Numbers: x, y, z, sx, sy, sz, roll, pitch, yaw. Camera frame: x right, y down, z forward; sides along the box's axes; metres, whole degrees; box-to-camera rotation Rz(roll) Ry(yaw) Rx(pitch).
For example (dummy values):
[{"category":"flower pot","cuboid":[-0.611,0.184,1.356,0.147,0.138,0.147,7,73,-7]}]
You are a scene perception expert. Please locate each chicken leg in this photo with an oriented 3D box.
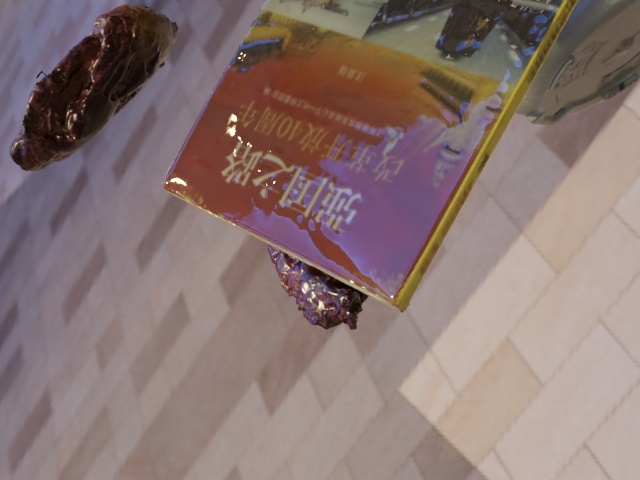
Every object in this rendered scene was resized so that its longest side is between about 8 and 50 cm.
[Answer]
[{"category":"chicken leg","cuboid":[-0.005,0.004,1.041,0.089,0.048,0.219,-28,45,1]},{"category":"chicken leg","cuboid":[-0.240,-0.183,1.261,0.322,0.083,0.177,-55,5,-31]}]

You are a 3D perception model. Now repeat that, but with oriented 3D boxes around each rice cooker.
[{"category":"rice cooker","cuboid":[0.250,-0.300,1.198,0.288,0.288,0.277,-46,65,30]}]

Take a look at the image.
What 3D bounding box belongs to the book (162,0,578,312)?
[{"category":"book","cuboid":[0.055,-0.157,0.841,0.262,0.028,0.374,26,83,39]}]
